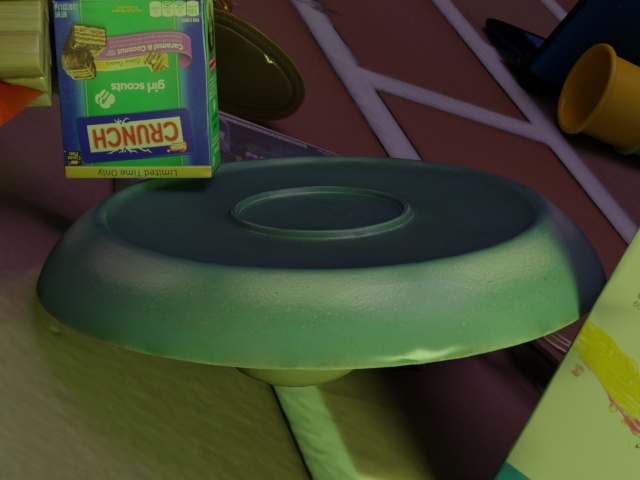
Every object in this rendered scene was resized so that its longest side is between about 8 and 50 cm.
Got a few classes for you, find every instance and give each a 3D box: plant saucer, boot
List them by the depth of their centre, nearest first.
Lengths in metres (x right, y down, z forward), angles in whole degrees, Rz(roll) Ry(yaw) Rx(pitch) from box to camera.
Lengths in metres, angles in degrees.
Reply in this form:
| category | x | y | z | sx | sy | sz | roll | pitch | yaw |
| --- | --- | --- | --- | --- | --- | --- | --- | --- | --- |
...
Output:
| category | x | y | z | sx | sy | sz | roll | pitch | yaw |
| --- | --- | --- | --- | --- | --- | --- | --- | --- | --- |
| plant saucer | 0.000 | 0.000 | 0.992 | 0.317 | 0.043 | 0.317 | -1 | 16 | 0 |
| boot | -0.088 | -0.170 | 1.420 | 0.197 | 0.073 | 0.152 | 30 | 18 | 2 |

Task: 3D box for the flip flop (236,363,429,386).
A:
| category | x | y | z | sx | sy | sz | roll | pitch | yaw |
| --- | --- | --- | --- | --- | --- | --- | --- | --- | --- |
| flip flop | 0.032 | 0.047 | 1.051 | 0.112 | 0.080 | 0.277 | 7 | 17 | 24 |

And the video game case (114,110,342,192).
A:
| category | x | y | z | sx | sy | sz | roll | pitch | yaw |
| --- | --- | --- | --- | --- | --- | --- | --- | --- | --- |
| video game case | -0.053 | -0.045 | 1.242 | 0.190 | 0.022 | 0.173 | 20 | 23 | -16 |

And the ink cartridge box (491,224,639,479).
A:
| category | x | y | z | sx | sy | sz | roll | pitch | yaw |
| --- | --- | --- | --- | --- | --- | --- | --- | --- | --- |
| ink cartridge box | 0.227 | 0.092 | 0.959 | 0.168 | 0.232 | 0.171 | 35 | 24 | 21 |

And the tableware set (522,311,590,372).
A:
| category | x | y | z | sx | sy | sz | roll | pitch | yaw |
| --- | --- | --- | --- | --- | --- | --- | --- | --- | --- |
| tableware set | 0.134 | 0.044 | 1.227 | 0.128 | 0.039 | 0.194 | 0 | 34 | -46 |

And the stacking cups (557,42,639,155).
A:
| category | x | y | z | sx | sy | sz | roll | pitch | yaw |
| --- | --- | --- | --- | --- | --- | --- | --- | --- | --- |
| stacking cups | 0.389 | -0.095 | 1.766 | 0.316 | 0.096 | 0.096 | 21 | 22 | -22 |

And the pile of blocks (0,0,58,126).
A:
| category | x | y | z | sx | sy | sz | roll | pitch | yaw |
| --- | --- | --- | --- | --- | --- | --- | --- | --- | --- |
| pile of blocks | -0.315 | -0.097 | 0.996 | 0.362 | 0.149 | 0.112 | 6 | 71 | -22 |

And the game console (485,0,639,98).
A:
| category | x | y | z | sx | sy | sz | roll | pitch | yaw |
| --- | --- | --- | --- | --- | --- | --- | --- | --- | --- |
| game console | 0.355 | -0.203 | 1.864 | 0.293 | 0.250 | 0.173 | 18 | 50 | -19 |

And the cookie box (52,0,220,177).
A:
| category | x | y | z | sx | sy | sz | roll | pitch | yaw |
| --- | --- | --- | --- | --- | --- | --- | --- | --- | --- |
| cookie box | -0.107 | -0.092 | 1.046 | 0.092 | 0.107 | 0.040 | 0 | 15 | 8 |
